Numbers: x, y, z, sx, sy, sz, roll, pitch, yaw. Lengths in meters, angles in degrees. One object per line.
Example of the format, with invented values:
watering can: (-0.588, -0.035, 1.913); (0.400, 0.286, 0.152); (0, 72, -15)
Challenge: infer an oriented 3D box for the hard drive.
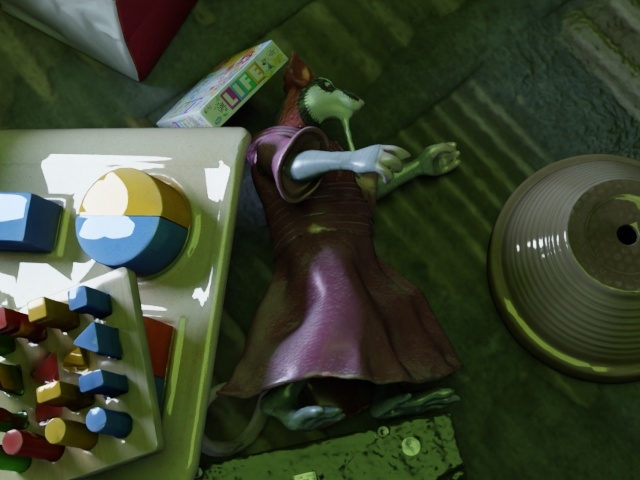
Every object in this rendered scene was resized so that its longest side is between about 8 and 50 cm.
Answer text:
hard drive: (-0.017, 0.306, 1.121); (0.339, 0.064, 0.236); (-12, 71, -6)

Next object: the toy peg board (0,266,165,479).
toy peg board: (-0.227, 0.115, 1.021); (0.161, 0.079, 0.161); (-21, 69, 20)

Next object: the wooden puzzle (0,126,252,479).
wooden puzzle: (-0.239, 0.047, 1.130); (0.322, 0.080, 0.347); (2, 72, 27)

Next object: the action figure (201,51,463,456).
action figure: (0.000, 0.000, 1.197); (0.276, 0.248, 0.370); (-22, 71, 20)

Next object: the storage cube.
storage cube: (-0.226, -0.316, 1.282); (0.215, 0.183, 0.193); (27, 73, 8)

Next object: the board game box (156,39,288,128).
board game box: (-0.101, -0.148, 1.242); (0.103, 0.154, 0.026); (-47, 107, -16)

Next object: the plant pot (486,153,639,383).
plant pot: (0.285, 0.012, 1.208); (0.238, 0.109, 0.237); (0, 69, 0)
